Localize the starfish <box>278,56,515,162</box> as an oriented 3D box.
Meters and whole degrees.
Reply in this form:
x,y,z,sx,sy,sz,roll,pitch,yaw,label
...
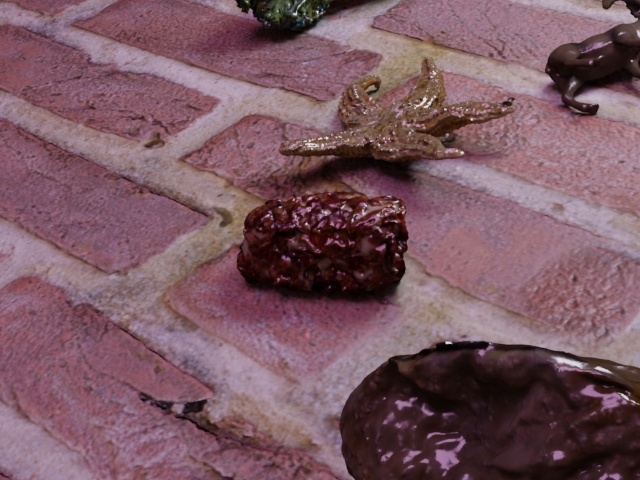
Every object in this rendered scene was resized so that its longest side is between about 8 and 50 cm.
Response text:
x,y,z,sx,sy,sz,roll,pitch,yaw,label
0.110,-0.151,1.466,0.299,0.060,0.302,-31,32,-30,starfish

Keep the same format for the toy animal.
x,y,z,sx,sy,sz,roll,pitch,yaw,label
0.389,-0.264,1.480,0.214,0.093,0.186,-21,27,7,toy animal

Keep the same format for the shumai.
x,y,z,sx,sy,sz,roll,pitch,yaw,label
0.163,0.234,0.887,0.346,0.217,0.283,-6,67,31,shumai

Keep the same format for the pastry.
x,y,z,sx,sy,sz,roll,pitch,yaw,label
0.001,-0.001,1.281,0.208,0.097,0.115,3,30,27,pastry

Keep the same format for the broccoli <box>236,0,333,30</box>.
x,y,z,sx,sy,sz,roll,pitch,yaw,label
-0.051,-0.408,1.788,0.167,0.160,0.154,19,53,0,broccoli
